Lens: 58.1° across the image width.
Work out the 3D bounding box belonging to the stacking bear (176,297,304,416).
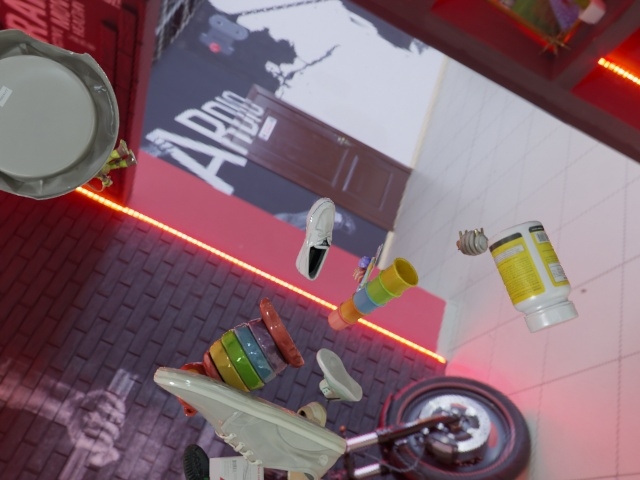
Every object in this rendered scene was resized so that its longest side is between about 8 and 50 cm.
[{"bbox_3d":[-0.201,0.287,1.326,0.289,0.175,0.164,-29,-20,-9],"label":"stacking bear"}]

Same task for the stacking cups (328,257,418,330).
[{"bbox_3d":[0.136,0.167,1.671,0.316,0.096,0.096,-39,21,34],"label":"stacking cups"}]

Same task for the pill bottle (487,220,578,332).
[{"bbox_3d":[0.436,0.075,1.180,0.119,0.119,0.208,129,127,-60],"label":"pill bottle"}]

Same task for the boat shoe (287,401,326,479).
[{"bbox_3d":[-0.073,0.757,2.097,0.110,0.122,0.340,5,-84,-53],"label":"boat shoe"}]

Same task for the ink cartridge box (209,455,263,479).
[{"bbox_3d":[-0.247,0.694,1.699,0.063,0.151,0.109,-24,61,44],"label":"ink cartridge box"}]

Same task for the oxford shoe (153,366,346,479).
[{"bbox_3d":[-0.149,0.389,1.205,0.130,0.449,0.169,-63,19,-12],"label":"oxford shoe"}]

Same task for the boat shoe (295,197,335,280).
[{"bbox_3d":[0.000,0.000,1.764,0.084,0.095,0.258,43,125,53],"label":"boat shoe"}]

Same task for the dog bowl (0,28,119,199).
[{"bbox_3d":[-0.599,-0.254,1.207,0.348,0.349,0.102,-65,12,-5],"label":"dog bowl"}]

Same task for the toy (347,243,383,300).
[{"bbox_3d":[0.131,0.119,1.865,0.137,0.056,0.237,102,-172,-83],"label":"toy"}]

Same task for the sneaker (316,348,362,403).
[{"bbox_3d":[0.028,0.515,2.155,0.151,0.256,0.094,-20,25,38],"label":"sneaker"}]

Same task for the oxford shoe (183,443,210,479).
[{"bbox_3d":[-0.363,0.734,1.748,0.227,0.083,0.096,64,154,25],"label":"oxford shoe"}]

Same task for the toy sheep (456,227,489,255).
[{"bbox_3d":[0.487,0.006,1.826,0.132,0.091,0.091,-9,51,52],"label":"toy sheep"}]

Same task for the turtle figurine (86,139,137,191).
[{"bbox_3d":[-0.765,-0.270,1.994,0.269,0.217,0.087,67,180,-51],"label":"turtle figurine"}]
